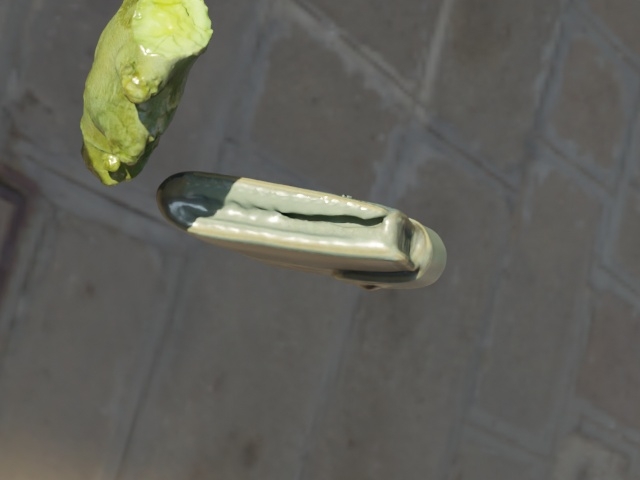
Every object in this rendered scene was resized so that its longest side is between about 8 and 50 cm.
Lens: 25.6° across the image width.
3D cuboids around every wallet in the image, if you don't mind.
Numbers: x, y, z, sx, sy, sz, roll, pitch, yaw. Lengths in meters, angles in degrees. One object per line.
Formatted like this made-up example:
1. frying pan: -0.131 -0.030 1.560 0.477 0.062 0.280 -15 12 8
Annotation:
1. wallet: 0.000 0.000 1.435 0.360 0.252 0.083 26 74 -76

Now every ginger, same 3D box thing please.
1. ginger: -0.157 -0.126 1.177 0.089 0.290 0.137 -2 85 -18
